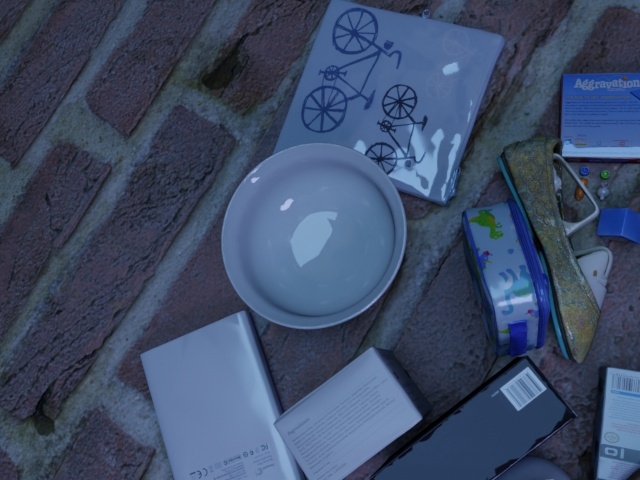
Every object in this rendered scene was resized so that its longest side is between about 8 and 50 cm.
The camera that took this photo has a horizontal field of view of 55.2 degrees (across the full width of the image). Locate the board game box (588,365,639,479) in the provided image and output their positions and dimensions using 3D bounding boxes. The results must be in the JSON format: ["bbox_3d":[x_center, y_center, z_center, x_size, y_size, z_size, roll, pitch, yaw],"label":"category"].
[{"bbox_3d":[0.481,0.339,0.819,0.223,0.097,0.304,7,80,17],"label":"board game box"}]

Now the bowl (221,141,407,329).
[{"bbox_3d":[0.000,0.000,0.999,0.297,0.134,0.298,-3,79,15],"label":"bowl"}]

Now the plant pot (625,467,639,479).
[{"bbox_3d":[0.464,0.378,0.708,0.237,0.110,0.238,-3,79,14],"label":"plant pot"}]

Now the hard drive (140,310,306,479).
[{"bbox_3d":[-0.166,0.306,1.030,0.210,0.040,0.319,-24,74,10],"label":"hard drive"}]

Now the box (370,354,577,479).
[{"bbox_3d":[0.212,0.279,0.858,0.261,0.184,0.103,-40,75,5],"label":"box"}]

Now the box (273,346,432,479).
[{"bbox_3d":[0.055,0.258,0.905,0.182,0.181,0.119,-38,72,5],"label":"box"}]

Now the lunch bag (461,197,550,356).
[{"bbox_3d":[0.262,0.061,0.864,0.090,0.219,0.176,-13,58,11],"label":"lunch bag"}]

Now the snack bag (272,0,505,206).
[{"bbox_3d":[0.119,-0.254,1.071,0.342,0.037,0.323,18,85,18],"label":"snack bag"}]

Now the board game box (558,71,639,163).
[{"bbox_3d":[0.521,-0.191,0.953,0.281,0.027,0.145,4,81,16],"label":"board game box"}]

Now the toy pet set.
[{"bbox_3d":[0.450,-0.057,0.925,0.122,0.065,0.114,13,82,18],"label":"toy pet set"}]

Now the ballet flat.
[{"bbox_3d":[0.364,0.000,0.905,0.123,0.123,0.349,-16,72,11],"label":"ballet flat"}]

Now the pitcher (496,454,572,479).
[{"bbox_3d":[0.263,0.373,0.812,0.177,0.207,0.125,-39,72,5],"label":"pitcher"}]
